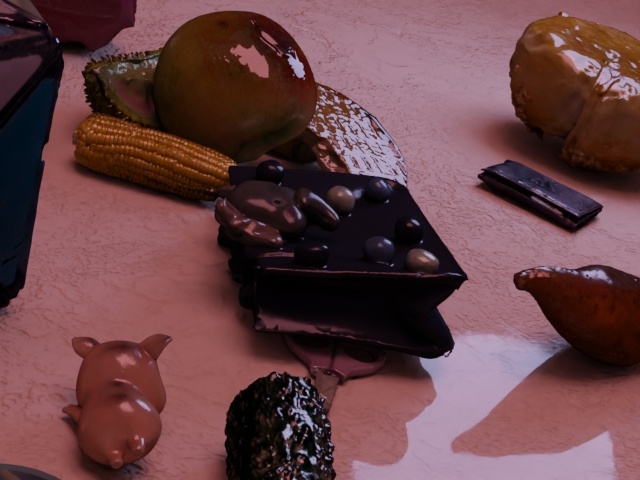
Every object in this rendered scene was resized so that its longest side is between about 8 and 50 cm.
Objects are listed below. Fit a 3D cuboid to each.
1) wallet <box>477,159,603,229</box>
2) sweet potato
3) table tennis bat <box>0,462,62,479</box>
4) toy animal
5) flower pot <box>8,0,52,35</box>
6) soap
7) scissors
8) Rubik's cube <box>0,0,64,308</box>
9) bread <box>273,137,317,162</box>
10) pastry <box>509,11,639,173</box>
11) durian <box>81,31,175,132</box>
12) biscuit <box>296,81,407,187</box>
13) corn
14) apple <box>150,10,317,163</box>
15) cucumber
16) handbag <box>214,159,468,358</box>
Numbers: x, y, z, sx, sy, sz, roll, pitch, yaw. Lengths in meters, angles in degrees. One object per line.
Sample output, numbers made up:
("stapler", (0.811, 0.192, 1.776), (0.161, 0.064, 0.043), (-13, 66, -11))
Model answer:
("wallet", (0.319, -0.069, 1.882), (0.166, 0.030, 0.111), (30, 24, 23))
("sweet potato", (0.333, 0.087, 1.483), (0.359, 0.112, 0.112), (18, 19, -42))
("table tennis bat", (-0.205, 0.232, 0.949), (0.237, 0.038, 0.149), (27, 27, 27))
("toy animal", (-0.169, 0.137, 1.107), (0.083, 0.089, 0.150), (10, 35, -21))
("flower pot", (-0.462, -0.270, 1.572), (0.290, 0.290, 0.259), (-14, 49, -47))
("soap", (-0.418, -0.405, 1.902), (0.324, 0.220, 0.127), (15, 30, -1))
("scissors", (0.006, 0.137, 1.283), (0.110, 0.021, 0.212), (15, 24, 1))
("Rubik's cube", (-0.444, -0.092, 1.138), (0.305, 0.310, 0.307), (31, 30, 29))
("bread", (-0.053, -0.167, 1.815), (0.156, 0.064, 0.117), (20, 24, 3))
("pastry", (0.440, -0.219, 2.078), (0.315, 0.184, 0.284), (28, 34, 4))
("durian", (-0.237, -0.192, 1.722), (0.220, 0.095, 0.137), (-34, 99, -51))
("biscuit", (0.035, -0.118, 1.732), (0.176, 0.031, 0.229), (14, 44, -23))
("corn", (-0.202, -0.100, 1.581), (0.203, 0.072, 0.072), (16, 25, -2))
("apple", (-0.113, -0.200, 1.654), (0.207, 0.174, 0.188), (-20, 74, -4))
("cucumber", (-0.030, 0.231, 0.986), (0.096, 0.096, 0.359), (13, 25, -8))
("handbag", (0.000, 0.000, 1.436), (0.269, 0.118, 0.326), (7, 20, -15))
